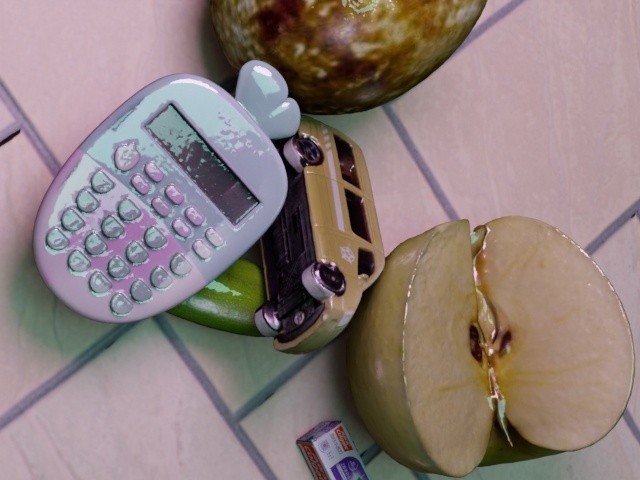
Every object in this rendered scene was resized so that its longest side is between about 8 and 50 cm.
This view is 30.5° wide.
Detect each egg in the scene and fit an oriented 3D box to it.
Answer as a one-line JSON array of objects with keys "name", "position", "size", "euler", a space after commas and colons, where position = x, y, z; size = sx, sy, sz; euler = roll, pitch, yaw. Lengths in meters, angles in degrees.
[{"name": "egg", "position": [0.031, -0.249, 1.194], "size": [0.289, 0.238, 0.238], "euler": [-8, 91, 12]}]

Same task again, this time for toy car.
[{"name": "toy car", "position": [0.000, 0.000, 1.201], "size": [0.124, 0.101, 0.256], "euler": [19, 47, -34]}]

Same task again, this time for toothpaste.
[{"name": "toothpaste", "position": [0.040, 0.293, 1.302], "size": [0.047, 0.040, 0.196], "euler": [-32, 102, -29]}]

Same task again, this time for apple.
[{"name": "apple", "position": [0.167, 0.117, 1.270], "size": [0.295, 0.233, 0.257], "euler": [-9, 78, -17]}]

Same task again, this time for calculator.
[{"name": "calculator", "position": [-0.139, -0.049, 1.118], "size": [0.299, 0.041, 0.185], "euler": [-45, 109, -7]}]

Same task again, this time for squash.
[{"name": "squash", "position": [-0.149, 0.032, 1.193], "size": [0.292, 0.082, 0.082], "euler": [23, 77, -22]}]
